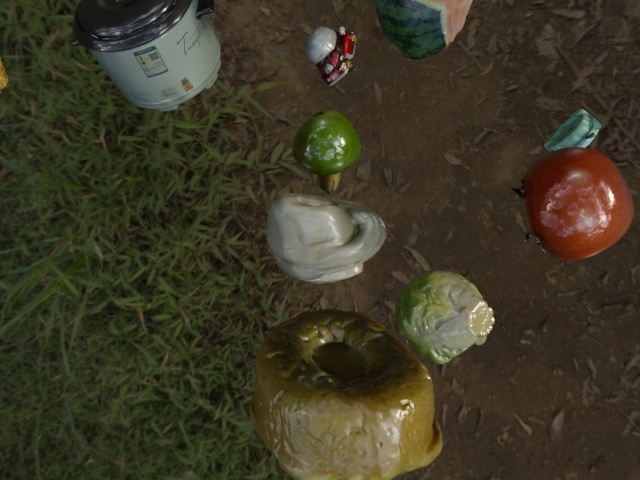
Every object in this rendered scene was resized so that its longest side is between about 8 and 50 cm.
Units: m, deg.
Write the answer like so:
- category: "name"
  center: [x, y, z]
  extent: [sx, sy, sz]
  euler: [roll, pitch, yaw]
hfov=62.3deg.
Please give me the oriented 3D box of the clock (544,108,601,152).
- category: "clock"
  center: [0.780, -0.320, 1.629]
  extent: [0.066, 0.211, 0.159]
  euler: [39, 112, -5]

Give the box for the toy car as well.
- category: "toy car"
  center: [0.016, -0.445, 1.251]
  extent: [0.112, 0.139, 0.112]
  euler: [26, 140, -34]

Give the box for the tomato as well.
- category: "tomato"
  center: [0.561, -0.083, 1.181]
  extent: [0.225, 0.256, 0.255]
  euler: [-23, 102, 31]

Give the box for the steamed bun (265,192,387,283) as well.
- category: "steamed bun"
  center: [0.000, 0.000, 1.532]
  extent: [0.343, 0.367, 0.255]
  euler: [10, 99, -7]

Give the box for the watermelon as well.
- category: "watermelon"
  center: [0.298, -0.701, 1.529]
  extent: [0.250, 0.283, 0.292]
  euler: [25, 102, -42]

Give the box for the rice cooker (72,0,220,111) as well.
- category: "rice cooker"
  center: [-0.325, -0.398, 1.008]
  extent: [0.281, 0.227, 0.241]
  euler: [-9, 60, 10]

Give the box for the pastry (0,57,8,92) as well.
- category: "pastry"
  center: [-0.402, -0.185, 0.540]
  extent: [0.140, 0.056, 0.080]
  euler: [-3, 122, -1]

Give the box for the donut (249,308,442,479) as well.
- category: "donut"
  center: [0.021, 0.188, 0.661]
  extent: [0.209, 0.261, 0.128]
  euler: [-13, 113, -27]

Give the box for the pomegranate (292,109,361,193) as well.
- category: "pomegranate"
  center: [-0.004, -0.258, 1.558]
  extent: [0.190, 0.159, 0.241]
  euler: [47, 149, 12]

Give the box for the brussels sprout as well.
- category: "brussels sprout"
  center: [0.366, 0.227, 1.632]
  extent: [0.273, 0.243, 0.316]
  euler: [60, 146, 15]
